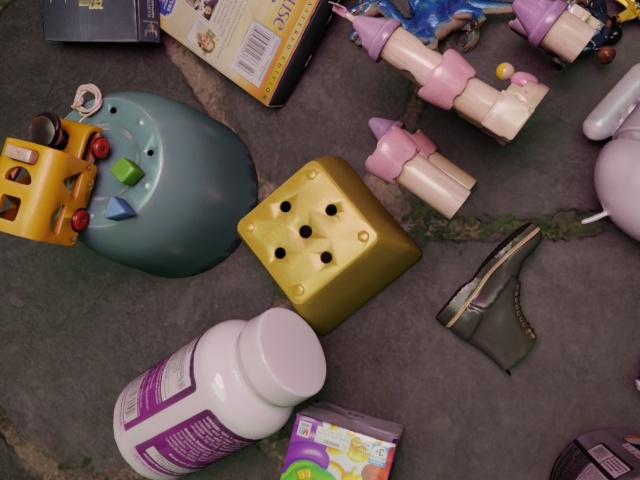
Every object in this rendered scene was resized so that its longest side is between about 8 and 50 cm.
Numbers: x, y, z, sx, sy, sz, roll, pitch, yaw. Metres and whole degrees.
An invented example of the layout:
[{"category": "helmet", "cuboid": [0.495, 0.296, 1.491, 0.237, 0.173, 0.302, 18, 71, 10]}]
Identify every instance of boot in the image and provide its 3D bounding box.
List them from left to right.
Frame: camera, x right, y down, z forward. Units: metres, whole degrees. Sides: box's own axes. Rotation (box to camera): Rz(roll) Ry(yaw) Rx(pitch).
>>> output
[{"category": "boot", "cuboid": [0.284, 0.084, 0.849, 0.137, 0.077, 0.198, 41, 106, 9]}]

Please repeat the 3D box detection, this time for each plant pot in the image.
[{"category": "plant pot", "cuboid": [-0.270, -0.094, 0.899, 0.293, 0.235, 0.292, -1, 83, 11]}, {"category": "plant pot", "cuboid": [0.000, 0.000, 0.854, 0.212, 0.187, 0.212, -40, 78, 5]}]

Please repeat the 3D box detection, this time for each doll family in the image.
[{"category": "doll family", "cuboid": [0.434, -0.335, 0.863, 0.193, 0.076, 0.111, -39, 82, 10]}]

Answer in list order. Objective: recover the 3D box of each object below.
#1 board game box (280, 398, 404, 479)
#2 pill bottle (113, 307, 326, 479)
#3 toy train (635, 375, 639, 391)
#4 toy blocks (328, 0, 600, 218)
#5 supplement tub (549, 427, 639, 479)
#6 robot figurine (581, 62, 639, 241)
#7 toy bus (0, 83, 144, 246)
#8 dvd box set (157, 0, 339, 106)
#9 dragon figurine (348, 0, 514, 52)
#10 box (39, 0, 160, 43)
[{"category": "board game box", "cuboid": [0.013, 0.389, 0.828, 0.145, 0.142, 0.275, 13, 86, 13]}, {"category": "pill bottle", "cuboid": [-0.141, 0.214, 0.823, 0.302, 0.169, 0.169, -34, 77, 29]}, {"category": "toy train", "cuboid": [0.522, 0.179, 0.780, 0.184, 0.080, 0.105, -28, 88, 5]}, {"category": "toy blocks", "cuboid": [0.162, -0.230, 0.772, 0.260, 0.288, 0.309, 38, 107, 8]}, {"category": "supplement tub", "cuboid": [0.384, 0.338, 0.665, 0.194, 0.316, 0.193, -1, 84, 12]}, {"category": "robot figurine", "cuboid": [0.502, -0.128, 0.754, 0.300, 0.200, 0.353, 39, 92, 38]}, {"category": "toy bus", "cuboid": [-0.350, -0.092, 0.741, 0.191, 0.104, 0.202, -32, 78, 7]}, {"category": "dvd box set", "cuboid": [-0.161, -0.461, 0.949, 0.420, 0.062, 0.307, 38, 116, 14]}, {"category": "dragon figurine", "cuboid": [0.185, -0.364, 0.909, 0.289, 0.085, 0.144, -24, 79, 10]}, {"category": "box", "cuboid": [-0.384, -0.435, 1.001, 0.233, 0.059, 0.183, 11, 109, 25]}]
